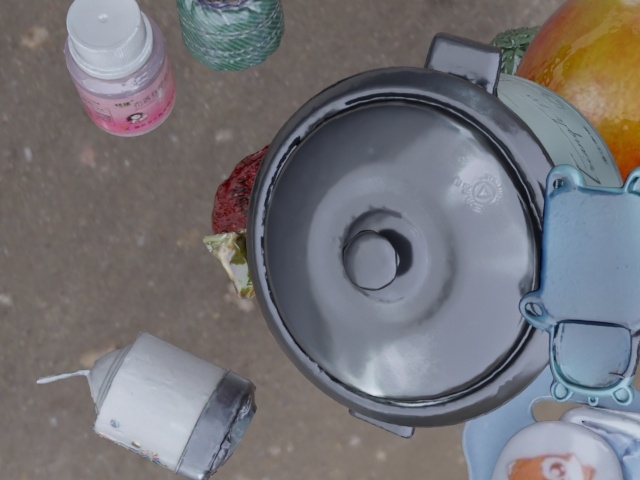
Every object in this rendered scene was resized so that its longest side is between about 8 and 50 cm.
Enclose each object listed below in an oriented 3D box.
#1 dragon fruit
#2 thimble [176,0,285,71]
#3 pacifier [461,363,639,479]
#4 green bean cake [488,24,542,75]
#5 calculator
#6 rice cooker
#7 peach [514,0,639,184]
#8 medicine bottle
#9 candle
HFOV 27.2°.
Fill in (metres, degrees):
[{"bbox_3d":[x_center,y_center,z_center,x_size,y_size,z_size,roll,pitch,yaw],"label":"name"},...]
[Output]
[{"bbox_3d":[0.000,0.000,1.365,0.205,0.317,0.152,-7,121,14],"label":"dragon fruit"},{"bbox_3d":[-0.100,-0.264,1.486,0.118,0.135,0.090,5,142,5],"label":"thimble"},{"bbox_3d":[0.253,0.281,1.324,0.244,0.299,0.233,9,162,13],"label":"pacifier"},{"bbox_3d":[0.324,-0.239,2.054,0.094,0.183,0.185,15,82,-28],"label":"green bean cake"},{"bbox_3d":[0.161,0.026,0.768,0.019,0.094,0.141,-1,94,-58],"label":"calculator"},{"bbox_3d":[0.084,-0.002,0.924,0.227,0.241,0.280,-16,124,-60],"label":"rice cooker"},{"bbox_3d":[0.343,-0.063,1.211,0.388,0.388,0.388,-14,132,-17],"label":"peach"},{"bbox_3d":[-0.285,-0.252,1.866,0.147,0.147,0.247,-25,163,-7],"label":"medicine bottle"},{"bbox_3d":[-0.270,0.243,2.067,0.330,0.187,0.187,25,119,2],"label":"candle"}]
